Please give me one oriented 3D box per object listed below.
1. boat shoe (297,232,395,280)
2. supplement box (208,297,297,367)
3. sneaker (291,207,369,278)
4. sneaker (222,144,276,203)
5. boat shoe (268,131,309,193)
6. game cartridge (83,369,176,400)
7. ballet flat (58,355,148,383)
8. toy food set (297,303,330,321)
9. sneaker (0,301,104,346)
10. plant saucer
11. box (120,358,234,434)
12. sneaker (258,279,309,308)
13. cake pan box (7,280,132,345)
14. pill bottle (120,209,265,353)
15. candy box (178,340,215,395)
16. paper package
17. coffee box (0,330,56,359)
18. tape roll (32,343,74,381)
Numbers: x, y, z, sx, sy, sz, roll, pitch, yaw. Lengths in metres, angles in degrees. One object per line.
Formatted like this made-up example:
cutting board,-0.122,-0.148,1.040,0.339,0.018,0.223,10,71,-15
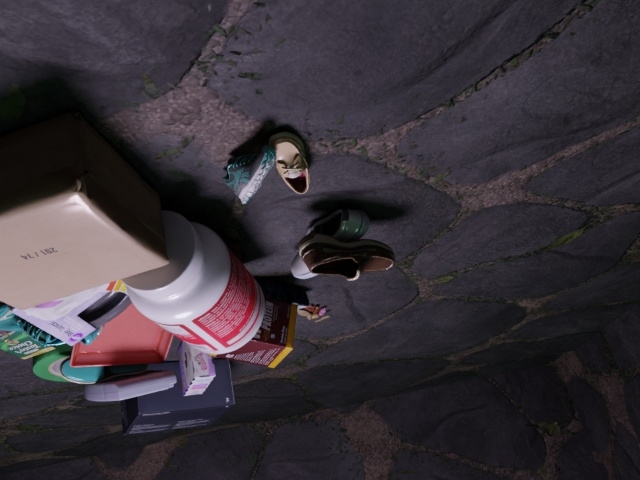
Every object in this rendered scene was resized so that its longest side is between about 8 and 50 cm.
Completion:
boat shoe,0.069,0.054,1.421,0.258,0.095,0.095,6,138,-30
supplement box,-0.187,0.247,1.699,0.194,0.129,0.191,14,149,-14
sneaker,0.000,0.000,1.484,0.091,0.094,0.258,22,130,-36
sneaker,-0.140,-0.133,1.154,0.076,0.065,0.166,38,142,-4
boat shoe,-0.052,-0.145,1.184,0.063,0.059,0.170,-17,154,9
game cartridge,-0.571,0.421,1.800,0.198,0.062,0.297,0,171,-39
ballet flat,-0.615,0.358,1.753,0.249,0.086,0.086,4,149,-33
toy food set,-0.022,0.227,1.995,0.078,0.019,0.122,-23,145,20
sneaker,-0.666,0.197,1.486,0.276,0.110,0.107,4,126,-3
plant saucer,-0.524,0.234,1.666,0.259,0.047,0.258,4,128,-29
box,-0.532,0.574,2.275,0.344,0.178,0.312,2,151,-28
sneaker,-0.119,0.169,1.761,0.081,0.080,0.211,-29,148,24
cake pan box,-0.514,0.103,1.353,0.246,0.070,0.267,-35,155,-11
pill bottle,-0.283,0.098,1.376,0.229,0.228,0.407,-15,154,5
candy box,-0.399,0.388,1.976,0.070,0.164,0.196,-1,152,-24
paper package,-0.478,-0.034,1.081,0.325,0.168,0.309,-17,151,8
coffee box,-0.807,0.255,1.639,0.113,0.040,0.184,-19,145,11
tape roll,-0.683,0.338,1.849,0.322,0.077,0.321,-10,154,-5
